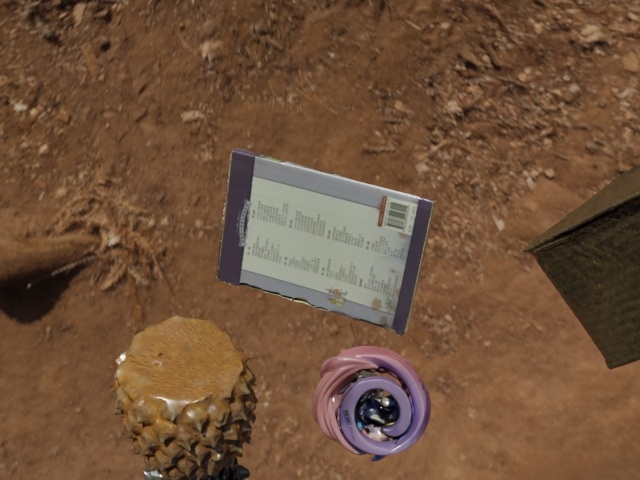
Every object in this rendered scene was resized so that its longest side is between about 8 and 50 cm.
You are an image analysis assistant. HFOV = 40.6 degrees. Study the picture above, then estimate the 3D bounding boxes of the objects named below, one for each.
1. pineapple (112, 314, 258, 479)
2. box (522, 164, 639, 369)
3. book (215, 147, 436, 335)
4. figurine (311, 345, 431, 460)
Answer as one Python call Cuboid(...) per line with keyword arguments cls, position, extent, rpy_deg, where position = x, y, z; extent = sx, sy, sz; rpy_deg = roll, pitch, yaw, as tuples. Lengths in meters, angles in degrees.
Cuboid(cls="pineapple", position=(-0.205, 0.308, 1.347), extent=(0.222, 0.223, 0.357), rpy_deg=(-2, 128, -5))
Cuboid(cls="box", position=(0.340, -0.011, 0.756), extent=(0.184, 0.273, 0.143), rpy_deg=(-31, 86, -28))
Cuboid(cls="book", position=(0.000, 0.000, 0.950), extent=(0.231, 0.026, 0.158), rpy_deg=(16, 111, 15))
Cuboid(cls="figurine", position=(0.039, 0.172, 0.954), extent=(0.114, 0.157, 0.126), rpy_deg=(-25, 102, -22))
